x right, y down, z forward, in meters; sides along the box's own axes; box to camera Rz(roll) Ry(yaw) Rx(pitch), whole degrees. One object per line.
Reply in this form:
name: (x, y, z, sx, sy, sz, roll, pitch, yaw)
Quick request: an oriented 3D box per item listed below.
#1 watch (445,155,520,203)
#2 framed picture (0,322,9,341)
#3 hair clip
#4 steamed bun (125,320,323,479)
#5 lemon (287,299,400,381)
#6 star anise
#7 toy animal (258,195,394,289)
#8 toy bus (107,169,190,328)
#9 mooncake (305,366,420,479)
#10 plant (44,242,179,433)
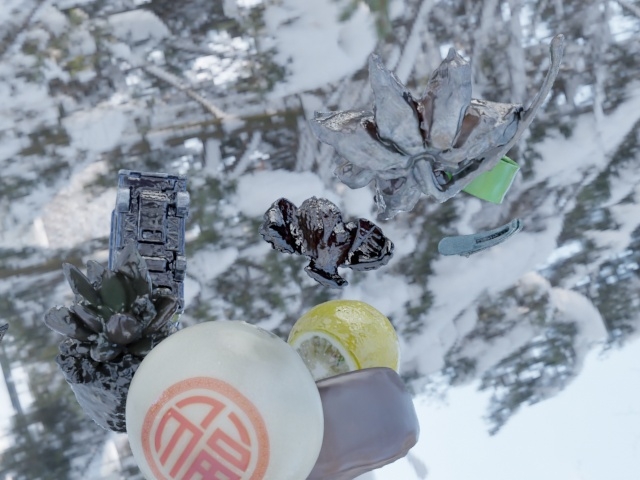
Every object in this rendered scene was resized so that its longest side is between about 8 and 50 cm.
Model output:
watch: (0.240, -0.130, 1.588, 0.131, 0.152, 0.165, -66, 172, 12)
framed picture: (-0.771, 0.277, 2.134, 0.010, 0.199, 0.195, 52, 29, -28)
hair clip: (0.303, -0.009, 1.800, 0.229, 0.070, 0.039, 152, -59, -61)
steamed bun: (-0.140, 0.256, 1.379, 0.177, 0.283, 0.283, -46, 124, -76)
lemon: (0.061, 0.236, 2.104, 0.240, 0.219, 0.240, 12, -68, 32)
star anise: (0.148, -0.150, 1.398, 0.359, 0.315, 0.139, 110, -25, -43)
toy animal: (-0.002, -0.004, 1.552, 0.179, 0.218, 0.116, -139, -120, -70)
toy bus: (-0.320, 0.030, 1.843, 0.175, 0.138, 0.288, 118, -27, -58)
mooncake: (0.001, 0.344, 1.745, 0.174, 0.333, 0.326, 69, 15, 13)
plant: (-0.322, 0.166, 1.613, 0.194, 0.181, 0.321, 18, -42, 18)
